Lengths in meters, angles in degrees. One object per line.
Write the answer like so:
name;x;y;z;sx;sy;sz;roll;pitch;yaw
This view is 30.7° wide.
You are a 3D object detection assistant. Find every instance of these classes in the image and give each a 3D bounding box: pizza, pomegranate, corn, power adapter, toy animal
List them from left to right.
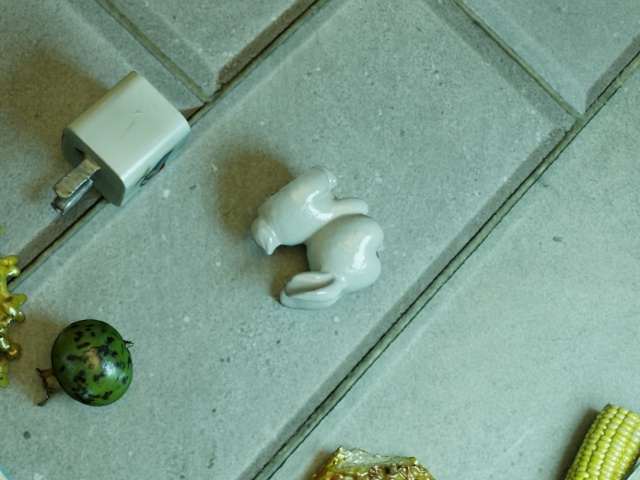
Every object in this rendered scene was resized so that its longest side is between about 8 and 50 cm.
pomegranate;-0.326;0.174;1.579;0.162;0.122;0.122;-27;82;9
power adapter;-0.303;-0.120;1.653;0.125;0.130;0.205;44;69;0
toy animal;-0.008;-0.001;1.701;0.179;0.127;0.193;-26;84;-18
pizza;0.077;0.367;1.656;0.271;0.056;0.134;11;80;-13
corn;0.419;0.377;1.709;0.123;0.122;0.305;47;63;-37

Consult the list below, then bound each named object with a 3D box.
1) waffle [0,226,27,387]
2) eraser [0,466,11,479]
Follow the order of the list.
waffle;-0.544;0.073;1.565;0.293;0.069;0.259;-1;76;-17
eraser;-0.416;0.335;1.508;0.052;0.095;0.225;-39;87;-22
